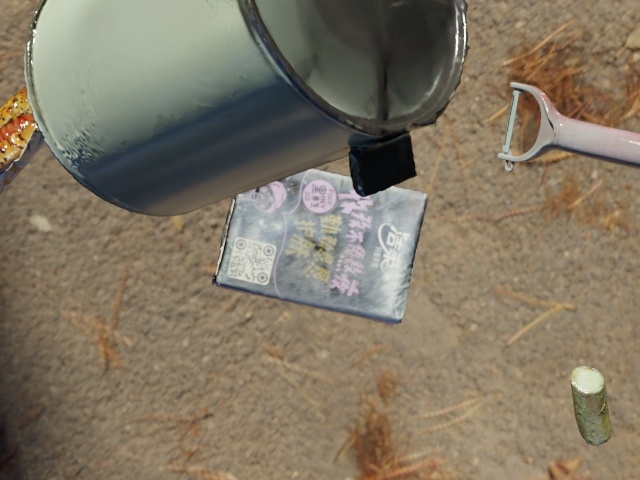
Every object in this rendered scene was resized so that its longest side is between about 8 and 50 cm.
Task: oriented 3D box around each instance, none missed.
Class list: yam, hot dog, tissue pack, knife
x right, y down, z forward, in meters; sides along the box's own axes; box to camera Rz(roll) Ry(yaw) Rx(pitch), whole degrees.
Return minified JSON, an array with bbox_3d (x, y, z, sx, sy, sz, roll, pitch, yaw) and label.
[{"bbox_3d":[0.329,0.201,1.314,0.043,0.043,0.094,-2,119,23],"label":"yam"},{"bbox_3d":[-0.365,-0.105,1.240,0.192,0.099,0.053,-42,123,19],"label":"hot dog"},{"bbox_3d":[0.000,0.000,1.995,0.361,0.122,0.259,11,90,-6],"label":"tissue pack"},{"bbox_3d":[0.357,-0.120,1.409,0.278,0.053,0.123,19,114,34],"label":"knife"}]

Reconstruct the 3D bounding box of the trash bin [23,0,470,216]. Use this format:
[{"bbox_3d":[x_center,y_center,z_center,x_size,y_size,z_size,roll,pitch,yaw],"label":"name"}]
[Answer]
[{"bbox_3d":[-0.059,-0.147,0.800,0.263,0.217,0.277,-17,92,46],"label":"trash bin"}]
